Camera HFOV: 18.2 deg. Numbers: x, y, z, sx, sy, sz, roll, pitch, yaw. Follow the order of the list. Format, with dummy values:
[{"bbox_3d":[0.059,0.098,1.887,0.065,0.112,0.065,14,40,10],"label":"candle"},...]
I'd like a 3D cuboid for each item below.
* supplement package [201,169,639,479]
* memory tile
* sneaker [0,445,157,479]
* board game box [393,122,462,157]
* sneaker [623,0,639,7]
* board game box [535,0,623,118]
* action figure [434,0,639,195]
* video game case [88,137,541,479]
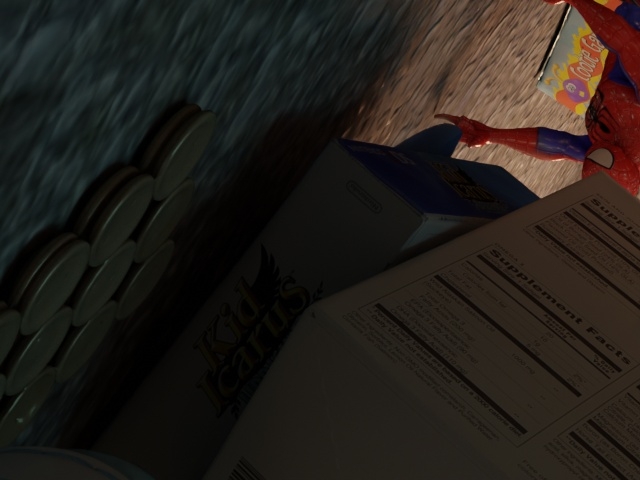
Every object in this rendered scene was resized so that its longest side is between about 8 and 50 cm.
[{"bbox_3d":[0.090,0.126,0.862,0.262,0.198,0.199,-23,149,-55],"label":"supplement package"},{"bbox_3d":[-0.089,0.024,0.684,0.148,0.012,0.113,-49,168,-37],"label":"memory tile"},{"bbox_3d":[-0.102,0.142,0.696,0.319,0.127,0.208,-51,173,37],"label":"sneaker"},{"bbox_3d":[0.000,0.000,0.975,0.133,0.033,0.169,-32,157,-42],"label":"board game box"},{"bbox_3d":[0.150,-0.176,0.885,0.299,0.112,0.121,-44,165,-52],"label":"sneaker"},{"bbox_3d":[0.296,-0.198,1.420,0.275,0.142,0.144,-51,169,-27],"label":"board game box"},{"bbox_3d":[0.151,-0.130,1.163,0.091,0.139,0.280,110,-5,-47],"label":"action figure"},{"bbox_3d":[-0.003,0.068,0.953,0.244,0.061,0.269,-53,163,12],"label":"video game case"}]
